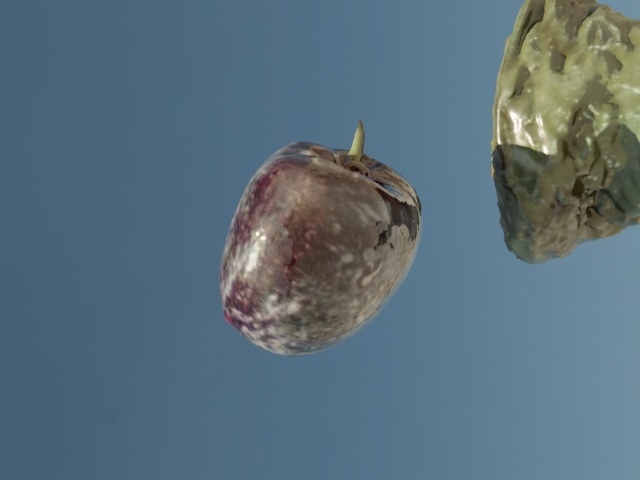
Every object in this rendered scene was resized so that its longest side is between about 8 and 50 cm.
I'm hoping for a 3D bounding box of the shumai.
[{"bbox_3d":[0.409,-0.152,1.392,0.324,0.323,0.397,42,-121,-56],"label":"shumai"}]

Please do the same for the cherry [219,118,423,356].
[{"bbox_3d":[0.000,0.000,1.252,0.296,0.218,0.255,-61,-6,16],"label":"cherry"}]

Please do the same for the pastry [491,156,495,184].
[{"bbox_3d":[0.381,-0.160,1.900,0.189,0.103,0.188,-161,90,-81],"label":"pastry"}]
